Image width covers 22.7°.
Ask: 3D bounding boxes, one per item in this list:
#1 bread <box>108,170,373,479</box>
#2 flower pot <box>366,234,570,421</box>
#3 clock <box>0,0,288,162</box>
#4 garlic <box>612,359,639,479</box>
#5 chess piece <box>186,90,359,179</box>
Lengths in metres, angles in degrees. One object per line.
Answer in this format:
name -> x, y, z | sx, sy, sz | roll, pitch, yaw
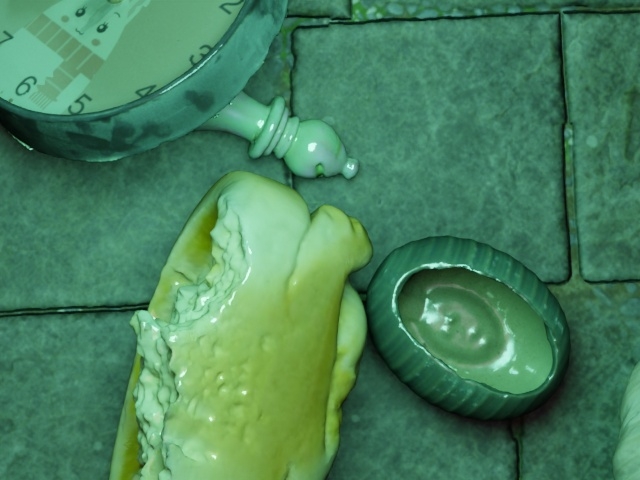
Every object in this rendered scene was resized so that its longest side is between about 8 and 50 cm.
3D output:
bread -> -0.084, 0.143, 1.696 | 0.245, 0.329, 0.423 | 16, 84, -2
flower pot -> 0.165, 0.099, 1.799 | 0.243, 0.157, 0.189 | 35, 84, 0
clock -> -0.222, -0.268, 1.746 | 0.386, 0.076, 0.386 | -8, 61, 15
garlic -> 0.457, 0.237, 1.767 | 0.322, 0.241, 0.321 | -9, 104, -41
chess piece -> -0.077, -0.135, 1.827 | 0.272, 0.139, 0.139 | 26, 85, -12
